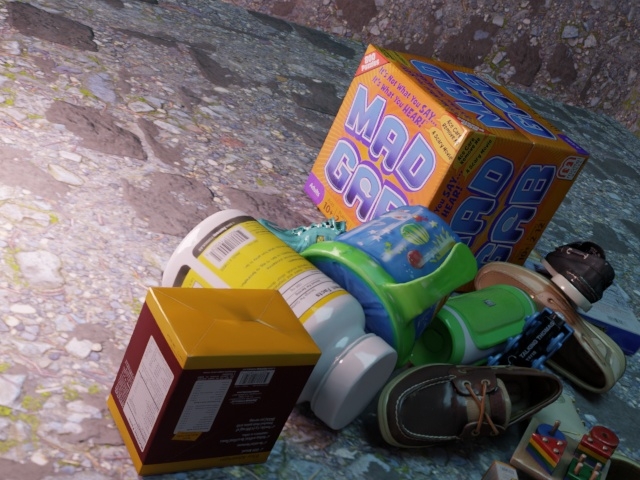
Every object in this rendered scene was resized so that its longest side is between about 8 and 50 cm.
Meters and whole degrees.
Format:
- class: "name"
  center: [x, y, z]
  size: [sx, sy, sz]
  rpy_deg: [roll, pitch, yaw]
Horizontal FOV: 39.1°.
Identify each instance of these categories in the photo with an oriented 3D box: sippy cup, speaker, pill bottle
- class: "sippy cup"
  center: [0.108, 0.061, 1.444]
  size: [0.305, 0.240, 0.224]
  rpy_deg: [27, 48, 33]
- class: "speaker"
  center: [0.274, 0.155, 1.617]
  size: [0.131, 0.131, 0.296]
  rpy_deg: [41, 30, 29]
- class: "pill bottle"
  center: [-0.058, 0.117, 1.322]
  size: [0.334, 0.188, 0.188]
  rpy_deg: [38, 29, 22]

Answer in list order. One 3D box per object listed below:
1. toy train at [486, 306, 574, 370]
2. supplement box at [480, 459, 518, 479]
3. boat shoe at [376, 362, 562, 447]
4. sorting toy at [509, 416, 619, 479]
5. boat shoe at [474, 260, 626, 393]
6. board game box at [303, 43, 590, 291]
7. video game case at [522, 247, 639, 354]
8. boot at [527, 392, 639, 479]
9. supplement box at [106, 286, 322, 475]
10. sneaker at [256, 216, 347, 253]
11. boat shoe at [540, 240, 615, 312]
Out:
- class: "toy train"
  center: [0.361, 0.196, 1.569]
  size: [0.080, 0.184, 0.105]
  rpy_deg: [44, 12, 21]
- class: "supplement box"
  center: [0.254, 0.369, 1.276]
  size: [0.036, 0.062, 0.098]
  rpy_deg: [23, 27, -10]
- class: "boat shoe"
  center: [0.237, 0.243, 1.370]
  size: [0.342, 0.123, 0.123]
  rpy_deg: [2, 78, -38]
- class: "sorting toy"
  center: [0.360, 0.318, 1.326]
  size: [0.132, 0.046, 0.274]
  rpy_deg: [29, 28, 17]
- class: "boat shoe"
  center: [0.436, 0.163, 1.750]
  size: [0.341, 0.121, 0.110]
  rpy_deg: [37, 28, 20]
- class: "board game box"
  center: [0.249, -0.141, 1.874]
  size: [0.356, 0.356, 0.356]
  rpy_deg: [4, 33, -37]
- class: "video game case"
  center: [0.558, 0.124, 1.997]
  size: [0.269, 0.061, 0.244]
  rpy_deg: [20, 28, -11]
- class: "boot"
  center: [0.436, 0.333, 1.494]
  size: [0.213, 0.077, 0.165]
  rpy_deg: [20, 24, -10]
- class: "supplement box"
  center: [-0.137, 0.174, 1.136]
  size: [0.191, 0.194, 0.129]
  rpy_deg: [4, 34, -37]
- class: "sneaker"
  center: [0.000, 0.000, 1.676]
  size: [0.275, 0.110, 0.107]
  rpy_deg: [14, 29, -21]
- class: "boat shoe"
  center: [0.524, 0.054, 1.810]
  size: [0.127, 0.113, 0.340]
  rpy_deg: [45, 11, 7]
